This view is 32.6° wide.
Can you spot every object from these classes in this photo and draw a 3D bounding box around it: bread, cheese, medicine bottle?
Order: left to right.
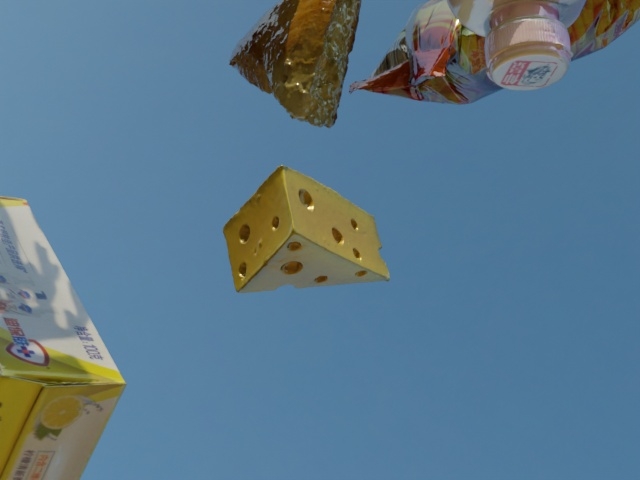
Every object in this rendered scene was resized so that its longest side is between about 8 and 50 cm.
[{"bbox_3d":[-0.009,-0.181,0.957,0.136,0.054,0.154,-54,-133,8],"label":"bread"},{"bbox_3d":[0.000,0.000,1.232,0.126,0.171,0.093,-46,-133,40],"label":"cheese"},{"bbox_3d":[0.153,-0.226,0.852,0.115,0.078,0.219,1,-111,-5],"label":"medicine bottle"}]

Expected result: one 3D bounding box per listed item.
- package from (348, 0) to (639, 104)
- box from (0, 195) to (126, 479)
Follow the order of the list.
[{"bbox_3d":[0.186,-0.204,1.051,0.288,0.223,0.108,-21,-85,-17],"label":"package"},{"bbox_3d":[-0.265,0.092,0.852,0.265,0.097,0.168,47,-64,45],"label":"box"}]
